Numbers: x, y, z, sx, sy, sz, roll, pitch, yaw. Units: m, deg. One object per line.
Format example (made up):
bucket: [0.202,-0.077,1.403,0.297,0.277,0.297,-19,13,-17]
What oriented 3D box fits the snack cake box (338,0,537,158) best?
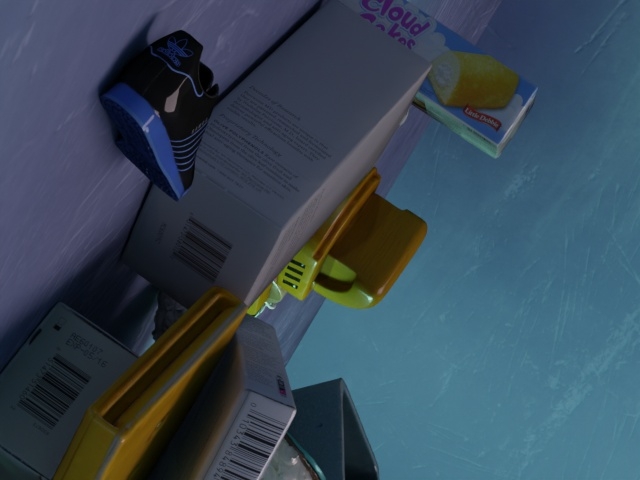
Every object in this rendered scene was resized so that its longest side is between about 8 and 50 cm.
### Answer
snack cake box: [0.133,-0.213,1.982,0.089,0.264,0.152,-56,174,1]

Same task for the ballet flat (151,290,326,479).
ballet flat: [-0.136,0.190,1.954,0.147,0.409,0.147,-16,130,-20]

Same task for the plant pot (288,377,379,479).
plant pot: [-0.066,0.352,2.048,0.247,0.252,0.248,69,17,-51]

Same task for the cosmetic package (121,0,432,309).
cosmetic package: [-0.043,-0.089,1.805,0.365,0.155,0.197,-50,173,-46]

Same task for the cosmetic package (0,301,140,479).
cosmetic package: [-0.275,0.195,1.725,0.160,0.113,0.309,-54,173,-17]

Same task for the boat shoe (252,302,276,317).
boat shoe: [-0.123,0.094,2.418,0.319,0.099,0.116,-48,170,-53]

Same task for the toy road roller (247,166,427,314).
toy road roller: [0.000,0.000,2.204,0.202,0.241,0.329,-53,173,-24]

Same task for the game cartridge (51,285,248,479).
game cartridge: [-0.212,0.226,1.646,0.323,0.053,0.285,-57,174,32]

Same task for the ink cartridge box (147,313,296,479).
ink cartridge box: [-0.135,0.250,1.770,0.324,0.071,0.330,-63,-168,12]

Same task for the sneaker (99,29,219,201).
sneaker: [-0.127,-0.105,1.402,0.090,0.081,0.232,-47,171,-11]
